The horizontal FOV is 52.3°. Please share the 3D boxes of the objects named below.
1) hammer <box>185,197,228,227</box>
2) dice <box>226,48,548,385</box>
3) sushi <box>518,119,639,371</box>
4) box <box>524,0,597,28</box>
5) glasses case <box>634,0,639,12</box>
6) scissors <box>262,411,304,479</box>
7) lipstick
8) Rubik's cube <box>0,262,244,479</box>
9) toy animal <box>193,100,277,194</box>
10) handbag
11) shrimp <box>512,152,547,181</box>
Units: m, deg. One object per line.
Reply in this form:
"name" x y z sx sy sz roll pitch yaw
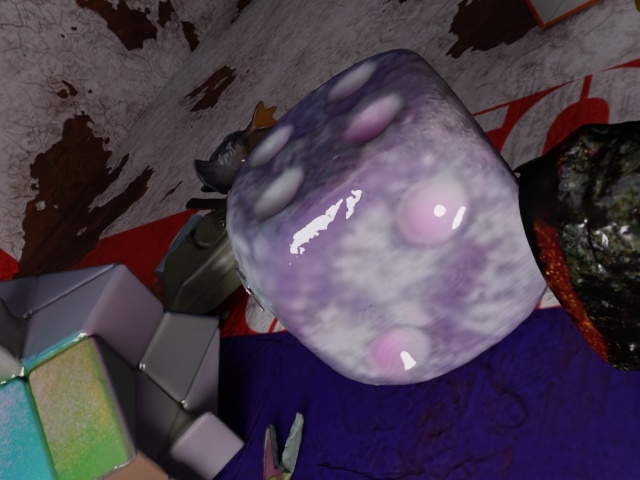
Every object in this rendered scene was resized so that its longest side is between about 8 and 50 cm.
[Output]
"hammer" -0.191 -0.067 1.186 0.125 0.027 0.297 -46 21 -20
"dice" 0.076 -0.024 0.731 0.271 0.270 0.270 -37 29 14
"sushi" 0.256 0.010 0.501 0.126 0.225 0.136 -8 43 46
"box" 0.402 -0.584 0.984 0.319 0.348 0.256 -24 34 35
"glasses case" 0.505 -0.327 0.806 0.079 0.064 0.234 -56 31 -7
"scissors" -0.053 0.285 0.743 0.134 0.020 0.187 -31 32 30
"lipstick" -0.293 0.017 1.384 0.048 0.048 0.157 -10 44 46
"Rubik's cube" -0.310 0.223 0.829 0.388 0.358 0.368 -9 44 32
"toy animal" -0.143 -0.185 1.356 0.298 0.122 0.185 -46 8 -29
"handbag" -0.165 0.009 1.170 0.316 0.109 0.253 -45 24 -1
"shrimp" 0.367 -0.127 0.732 0.296 0.058 0.169 -7 38 43
